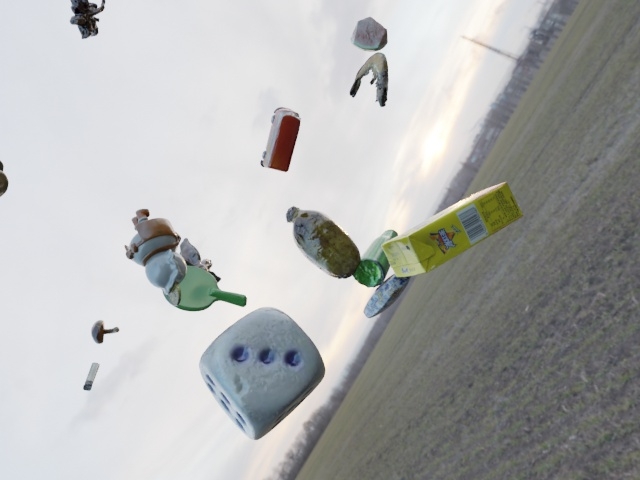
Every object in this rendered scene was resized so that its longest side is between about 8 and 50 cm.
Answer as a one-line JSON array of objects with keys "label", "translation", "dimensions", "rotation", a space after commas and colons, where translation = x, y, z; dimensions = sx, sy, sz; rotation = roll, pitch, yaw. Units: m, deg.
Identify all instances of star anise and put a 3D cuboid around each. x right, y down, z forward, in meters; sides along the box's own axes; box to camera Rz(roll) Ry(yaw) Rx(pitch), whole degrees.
[{"label": "star anise", "translation": [-0.437, 0.107, 1.515], "dimensions": [0.110, 0.198, 0.257], "rotation": [-44, 22, 18]}, {"label": "star anise", "translation": [-0.645, -0.656, 1.249], "dimensions": [0.097, 0.070, 0.190], "rotation": [22, -110, -70]}]

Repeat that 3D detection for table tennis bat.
[{"label": "table tennis bat", "translation": [-0.348, 0.155, 1.354], "dimensions": [0.160, 0.257, 0.039], "rotation": [-87, 18, -44]}]

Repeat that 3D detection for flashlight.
[{"label": "flashlight", "translation": [-0.535, 0.317, 1.043], "dimensions": [0.083, 0.018, 0.018], "rotation": [-125, 53, -65]}]

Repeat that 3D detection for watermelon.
[{"label": "watermelon", "translation": [0.121, -0.486, 1.059], "dimensions": [0.072, 0.085, 0.092], "rotation": [-58, 5, 38]}]

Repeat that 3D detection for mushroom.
[{"label": "mushroom", "translation": [-0.815, 0.338, 1.674], "dimensions": [0.073, 0.130, 0.088], "rotation": [36, -137, -51]}]

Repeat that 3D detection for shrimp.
[{"label": "shrimp", "translation": [0.137, -0.432, 1.266], "dimensions": [0.148, 0.035, 0.195], "rotation": [-24, 59, 44]}]

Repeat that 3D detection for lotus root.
[{"label": "lotus root", "translation": [0.000, 0.000, 1.231], "dimensions": [0.128, 0.260, 0.145], "rotation": [-41, -8, -23]}]

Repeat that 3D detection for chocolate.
[{"label": "chocolate", "translation": [0.200, 0.043, 1.480], "dimensions": [0.291, 0.110, 0.110], "rotation": [-48, -17, -56]}]

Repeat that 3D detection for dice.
[{"label": "dice", "translation": [-0.117, 0.265, 0.903], "dimensions": [0.192, 0.193, 0.194], "rotation": [-34, -18, -28]}]

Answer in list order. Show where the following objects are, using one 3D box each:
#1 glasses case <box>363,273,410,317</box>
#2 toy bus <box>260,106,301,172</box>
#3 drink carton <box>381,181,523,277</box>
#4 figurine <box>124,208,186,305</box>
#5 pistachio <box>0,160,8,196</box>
[{"label": "glasses case", "translation": [0.192, 0.164, 1.324], "dimensions": [0.087, 0.065, 0.248], "rotation": [-36, -14, -31]}, {"label": "toy bus", "translation": [-0.104, -0.273, 1.223], "dimensions": [0.077, 0.079, 0.174], "rotation": [-134, 58, -63]}, {"label": "drink carton", "translation": [0.351, -0.026, 1.195], "dimensions": [0.352, 0.111, 0.154], "rotation": [-28, 1, -21]}, {"label": "figurine", "translation": [-0.416, 0.041, 1.132], "dimensions": [0.144, 0.271, 0.143], "rotation": [-15, -29, -9]}, {"label": "pistachio", "translation": [-0.704, -0.099, 0.817], "dimensions": [0.226, 0.136, 0.135], "rotation": [-24, -32, -34]}]
